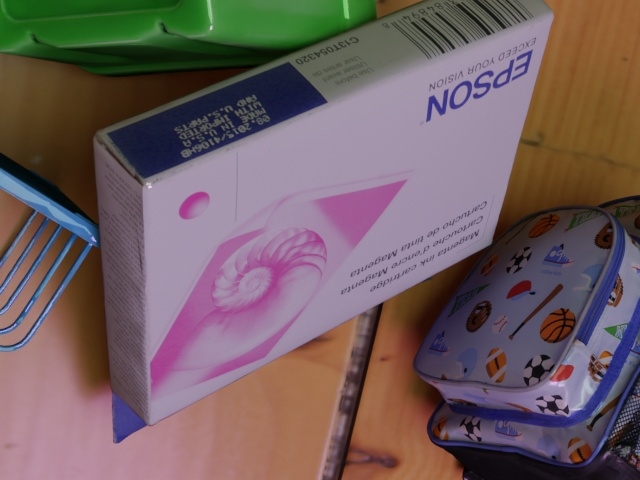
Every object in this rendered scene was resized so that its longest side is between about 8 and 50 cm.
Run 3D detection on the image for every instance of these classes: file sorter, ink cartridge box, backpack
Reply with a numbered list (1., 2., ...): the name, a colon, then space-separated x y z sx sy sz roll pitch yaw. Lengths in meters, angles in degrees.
1. file sorter: -0.238 -0.009 0.910 0.118 0.170 0.104 33 88 -26
2. ink cartridge box: 0.000 0.000 0.954 0.324 0.071 0.330 -27 144 -26
3. backpack: 0.226 0.085 1.102 0.263 0.276 0.213 -51 117 -22

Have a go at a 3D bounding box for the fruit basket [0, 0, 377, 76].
1. fruit basket: -0.065 -0.302 0.924 0.392 0.283 0.392 0 90 -66
